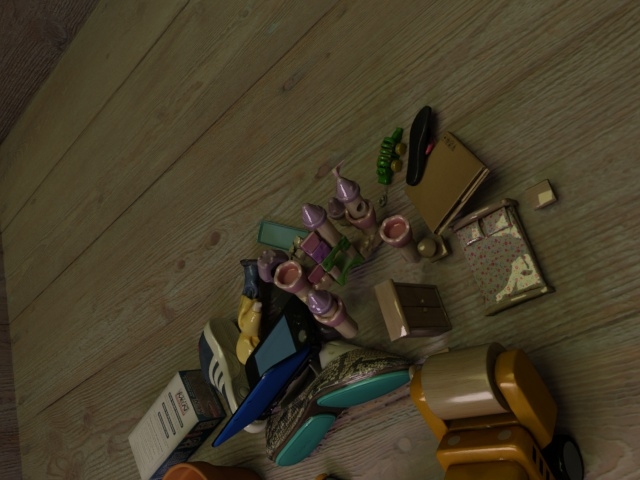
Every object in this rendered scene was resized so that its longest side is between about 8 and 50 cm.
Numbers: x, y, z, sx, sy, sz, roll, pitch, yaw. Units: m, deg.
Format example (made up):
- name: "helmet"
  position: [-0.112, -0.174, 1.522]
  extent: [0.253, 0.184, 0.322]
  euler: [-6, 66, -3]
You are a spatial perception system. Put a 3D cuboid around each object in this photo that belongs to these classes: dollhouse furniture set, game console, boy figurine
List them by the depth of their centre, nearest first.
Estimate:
- name: "dollhouse furniture set"
  position: [0.302, 0.090, 1.085]
  extent: [0.355, 0.174, 0.303]
  euler: [-32, 64, 35]
- name: "game console"
  position: [-0.145, 0.295, 1.341]
  extent: [0.293, 0.173, 0.250]
  euler: [-55, 39, 29]
- name: "boy figurine"
  position: [-0.178, 0.191, 1.549]
  extent: [0.177, 0.092, 0.285]
  euler: [156, 114, -75]

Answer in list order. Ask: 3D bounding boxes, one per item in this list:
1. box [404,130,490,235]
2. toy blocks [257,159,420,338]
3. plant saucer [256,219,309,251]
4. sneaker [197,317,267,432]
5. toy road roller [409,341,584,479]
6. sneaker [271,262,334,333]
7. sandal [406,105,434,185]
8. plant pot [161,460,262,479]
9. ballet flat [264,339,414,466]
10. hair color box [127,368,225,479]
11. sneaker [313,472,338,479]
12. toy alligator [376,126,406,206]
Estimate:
- name: "box"
  position: [0.253, -0.123, 1.196]
  extent: [0.164, 0.021, 0.201]
  euler: [-56, 25, 21]
- name: "toy blocks"
  position: [0.000, 0.000, 1.253]
  extent: [0.288, 0.260, 0.309]
  euler: [-50, 49, -7]
- name: "plant saucer"
  position: [-0.102, -0.008, 1.570]
  extent: [0.192, 0.018, 0.067]
  euler: [14, 94, 43]
- name: "sneaker"
  position: [-0.246, 0.387, 1.588]
  extent: [0.148, 0.131, 0.350]
  euler: [-55, 47, 31]
- name: "toy road roller"
  position: [0.283, 0.362, 0.967]
  extent: [0.202, 0.240, 0.329]
  euler: [-23, 104, 38]
- name: "sneaker"
  position: [-0.043, 0.170, 1.463]
  extent: [0.222, 0.083, 0.118]
  euler: [57, 130, 35]
- name: "sandal"
  position: [0.224, -0.207, 1.278]
  extent: [0.067, 0.040, 0.179]
  euler: [-177, 95, -72]
- name: "plant pot"
  position: [-0.266, 0.711, 1.500]
  extent: [0.291, 0.203, 0.291]
  euler: [-6, 81, 42]
- name: "ballet flat"
  position: [0.010, 0.344, 1.338]
  extent: [0.483, 0.164, 0.182]
  euler: [-47, 46, 32]
- name: "hair color box"
  position: [-0.440, 0.563, 1.744]
  extent: [0.347, 0.105, 0.174]
  euler: [-51, 55, 26]
- name: "sneaker"
  position: [0.019, 0.656, 1.332]
  extent: [0.083, 0.084, 0.215]
  euler: [-3, 82, 37]
- name: "toy alligator"
  position: [0.150, -0.172, 1.337]
  extent: [0.056, 0.051, 0.190]
  euler: [19, 97, 42]
